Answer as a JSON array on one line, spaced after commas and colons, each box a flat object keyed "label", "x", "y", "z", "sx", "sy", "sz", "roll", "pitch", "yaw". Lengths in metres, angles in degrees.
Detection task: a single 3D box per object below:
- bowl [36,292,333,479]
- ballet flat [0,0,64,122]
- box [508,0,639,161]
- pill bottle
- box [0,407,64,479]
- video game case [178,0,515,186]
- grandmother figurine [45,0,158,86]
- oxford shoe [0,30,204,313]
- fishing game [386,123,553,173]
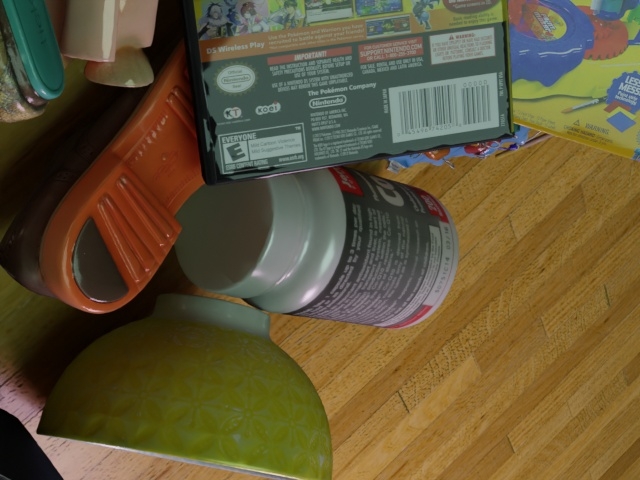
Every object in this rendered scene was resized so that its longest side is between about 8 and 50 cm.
[{"label": "bowl", "x": -0.119, "y": 0.139, "z": 1.164, "sx": 0.289, "sy": 0.289, "sz": 0.156, "roll": 24, "pitch": 71, "yaw": -50}, {"label": "ballet flat", "x": -0.261, "y": -0.246, "z": 0.793, "sx": 0.123, "sy": 0.123, "sz": 0.348, "roll": -19, "pitch": 108, "yaw": -34}, {"label": "box", "x": 0.215, "y": -0.262, "z": 1.134, "sx": 0.290, "sy": 0.177, "sz": 0.279, "roll": 14, "pitch": 111, "yaw": -18}, {"label": "pill bottle", "x": 0.000, "y": 0.000, "z": 1.219, "sx": 0.283, "sy": 0.161, "sz": 0.161, "roll": 12, "pitch": 110, "yaw": -48}, {"label": "box", "x": -0.407, "y": 0.248, "z": 0.992, "sx": 0.296, "sy": 0.183, "sz": 0.294, "roll": -46, "pitch": 139, "yaw": -5}, {"label": "video game case", "x": 0.023, "y": -0.187, "z": 0.984, "sx": 0.275, "sy": 0.035, "sz": 0.248, "roll": -10, "pitch": 109, "yaw": -12}, {"label": "grandmother figurine", "x": -0.152, "y": -0.286, "z": 0.855, "sx": 0.208, "sy": 0.104, "sz": 0.342, "roll": 2, "pitch": 115, "yaw": -12}, {"label": "oxford shoe", "x": -0.149, "y": -0.102, "z": 1.044, "sx": 0.363, "sy": 0.133, "sz": 0.130, "roll": -53, "pitch": 133, "yaw": -28}, {"label": "fishing game", "x": 0.156, "y": -0.105, "z": 1.306, "sx": 0.264, "sy": 0.189, "sz": 0.041, "roll": 0, "pitch": 74, "yaw": -46}]
